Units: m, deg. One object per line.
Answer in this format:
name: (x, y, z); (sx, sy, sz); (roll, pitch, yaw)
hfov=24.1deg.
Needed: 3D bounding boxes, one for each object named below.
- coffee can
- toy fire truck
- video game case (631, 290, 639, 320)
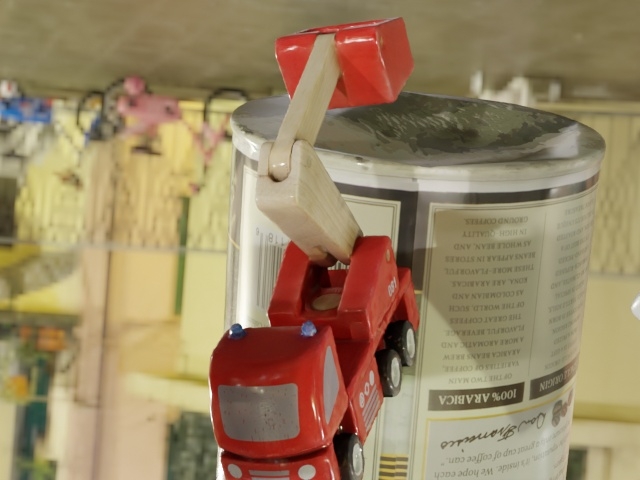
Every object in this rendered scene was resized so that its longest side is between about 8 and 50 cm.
coffee can: (0.044, 0.070, 0.831); (0.201, 0.275, 0.201); (4, -164, -1)
toy fire truck: (0.000, 0.000, 0.594); (0.047, 0.135, 0.192); (-4, -155, 20)
video game case: (0.269, 0.038, 0.665); (0.227, 0.206, 0.026); (40, 139, 5)
